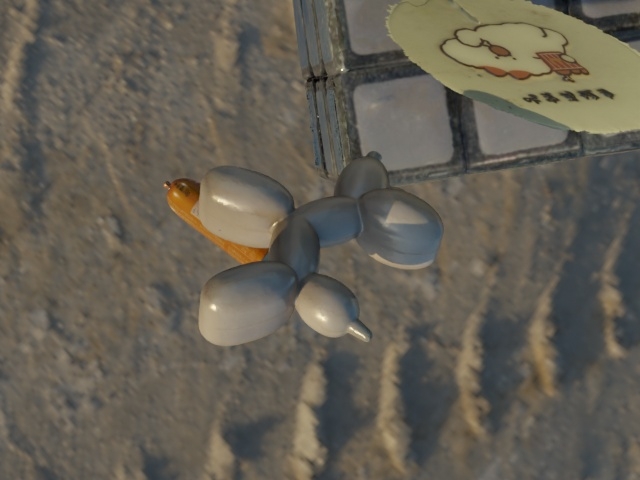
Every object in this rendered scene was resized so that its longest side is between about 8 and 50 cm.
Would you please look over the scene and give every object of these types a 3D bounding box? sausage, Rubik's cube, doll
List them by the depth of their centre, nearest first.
[{"bbox_3d":[0.000,0.000,1.071,0.160,0.161,0.059,3,139,-5],"label":"doll"},{"bbox_3d":[-0.071,-0.014,1.164,0.031,0.107,0.031,-40,153,-25],"label":"sausage"},{"bbox_3d":[0.135,-0.211,1.469,0.303,0.301,0.305,-10,96,-5],"label":"Rubik's cube"}]

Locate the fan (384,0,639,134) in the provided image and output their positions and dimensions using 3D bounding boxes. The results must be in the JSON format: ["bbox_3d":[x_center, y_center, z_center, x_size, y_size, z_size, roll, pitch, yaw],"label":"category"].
[{"bbox_3d":[0.084,-0.143,1.003,0.329,0.190,0.009,31,73,-34],"label":"fan"}]
